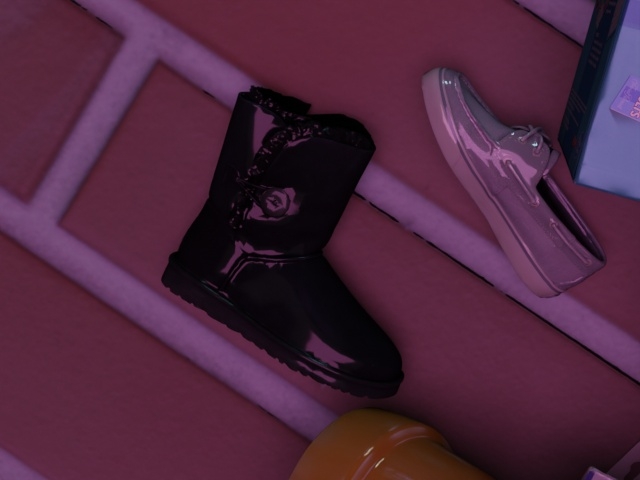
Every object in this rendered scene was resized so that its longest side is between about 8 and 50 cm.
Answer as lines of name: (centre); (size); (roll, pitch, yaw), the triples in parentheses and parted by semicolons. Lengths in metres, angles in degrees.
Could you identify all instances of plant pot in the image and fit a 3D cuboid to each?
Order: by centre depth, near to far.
plant pot: (0.094, 0.261, 1.108); (0.188, 0.205, 0.205); (12, 105, 39)

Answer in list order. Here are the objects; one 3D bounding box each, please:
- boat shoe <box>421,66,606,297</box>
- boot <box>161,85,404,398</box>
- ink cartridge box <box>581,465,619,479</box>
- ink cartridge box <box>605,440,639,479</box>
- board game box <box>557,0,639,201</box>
boat shoe: (0.170, -0.059, 1.128); (0.081, 0.079, 0.227); (-27, 103, 26)
boot: (0.000, 0.000, 1.160); (0.246, 0.094, 0.207); (30, 108, 8)
ink cartridge box: (0.332, 0.367, 1.145); (0.330, 0.071, 0.324); (26, 122, 12)
ink cartridge box: (0.340, 0.262, 1.180); (0.181, 0.061, 0.104); (42, 105, -2)
board game box: (0.267, -0.211, 0.998); (0.079, 0.254, 0.336); (15, 103, 4)
